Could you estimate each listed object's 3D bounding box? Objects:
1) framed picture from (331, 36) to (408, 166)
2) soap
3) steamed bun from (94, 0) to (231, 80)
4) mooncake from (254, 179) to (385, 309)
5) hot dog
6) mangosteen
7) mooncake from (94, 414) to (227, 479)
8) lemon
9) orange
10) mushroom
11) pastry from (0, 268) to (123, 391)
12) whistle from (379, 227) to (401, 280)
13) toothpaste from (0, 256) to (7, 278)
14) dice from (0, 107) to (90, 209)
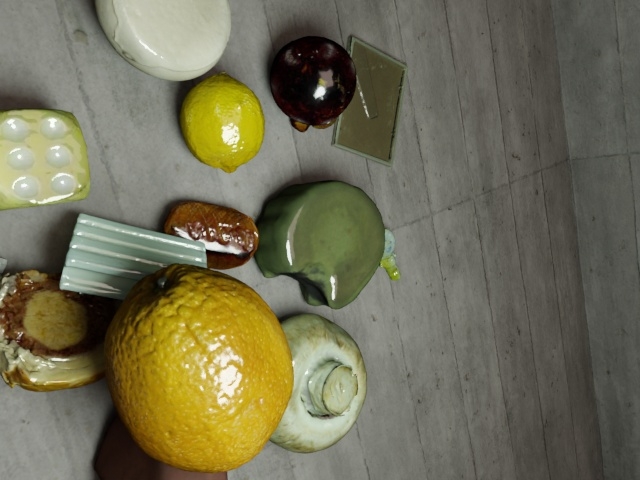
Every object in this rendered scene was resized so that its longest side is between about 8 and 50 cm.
[{"bbox_3d":[0.157,-0.419,1.508,0.247,0.022,0.335,12,85,-36],"label":"framed picture"},{"bbox_3d":[-0.369,0.049,0.997,0.265,0.160,0.088,15,120,-26],"label":"soap"},{"bbox_3d":[-0.337,-0.480,1.036,0.283,0.177,0.283,-8,102,-42],"label":"steamed bun"},{"bbox_3d":[0.000,0.000,1.309,0.351,0.187,0.351,-2,94,-33],"label":"mooncake"},{"bbox_3d":[-0.262,-0.012,1.160,0.226,0.099,0.161,17,83,-31],"label":"hot dog"},{"bbox_3d":[-0.016,-0.395,1.278,0.228,0.228,0.265,-57,159,-20],"label":"mangosteen"},{"bbox_3d":[-0.327,0.503,1.000,0.174,0.326,0.334,20,91,-48],"label":"mooncake"},{"bbox_3d":[-0.223,-0.269,1.125,0.192,0.192,0.231,-11,105,-36],"label":"lemon"},{"bbox_3d":[-0.209,0.215,0.860,0.322,0.322,0.357,-32,121,-32],"label":"orange"},{"bbox_3d":[-0.024,0.363,1.259,0.352,0.260,0.352,0,90,-42],"label":"mushroom"},{"bbox_3d":[-0.501,0.185,0.932,0.237,0.170,0.256,56,27,17],"label":"pastry"},{"bbox_3d":[0.203,0.045,1.549,0.104,0.057,0.198,-40,122,-17],"label":"whistle"},{"bbox_3d":[-0.662,0.169,0.904,0.075,0.048,0.301,29,77,-38],"label":"toothpaste"},{"bbox_3d":[-0.535,-0.147,0.906,0.166,0.169,0.169,-14,100,-36],"label":"dice"}]
